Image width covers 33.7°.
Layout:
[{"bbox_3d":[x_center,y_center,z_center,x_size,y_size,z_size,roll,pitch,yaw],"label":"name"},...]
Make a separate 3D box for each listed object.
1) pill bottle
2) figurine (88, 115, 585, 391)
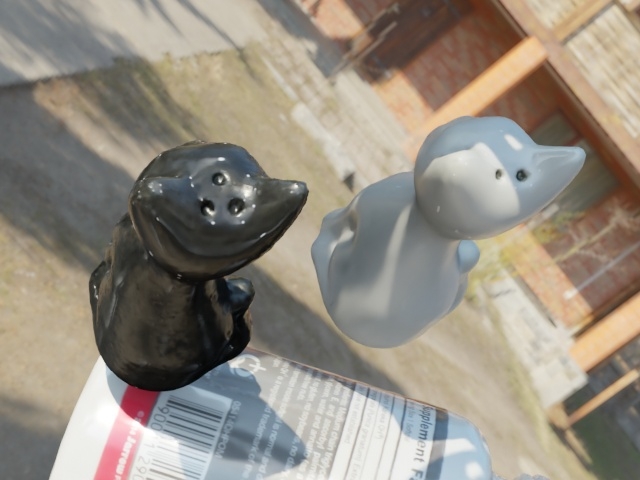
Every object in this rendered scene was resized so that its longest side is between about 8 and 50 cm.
[{"bbox_3d":[0.003,0.175,0.669,0.318,0.176,0.176,18,12,3],"label":"pill bottle"},{"bbox_3d":[0.000,0.000,0.520,0.209,0.214,0.092,129,-50,-67],"label":"figurine"}]
